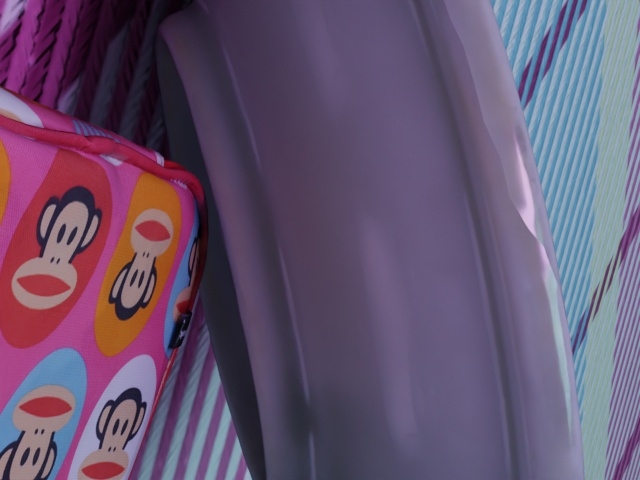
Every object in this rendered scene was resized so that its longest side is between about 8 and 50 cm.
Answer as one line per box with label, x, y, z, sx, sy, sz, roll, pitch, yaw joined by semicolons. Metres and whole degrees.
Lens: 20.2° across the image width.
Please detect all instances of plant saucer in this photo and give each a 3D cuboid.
plant saucer;0.000;0.000;0.766;0.400;0.101;0.400;167;-90;-83

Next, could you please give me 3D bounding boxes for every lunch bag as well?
lunch bag;-0.157;0.068;0.569;0.258;0.120;0.293;-69;162;0
